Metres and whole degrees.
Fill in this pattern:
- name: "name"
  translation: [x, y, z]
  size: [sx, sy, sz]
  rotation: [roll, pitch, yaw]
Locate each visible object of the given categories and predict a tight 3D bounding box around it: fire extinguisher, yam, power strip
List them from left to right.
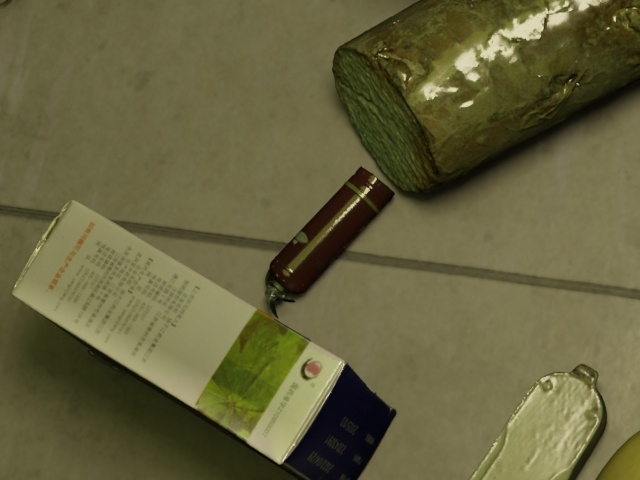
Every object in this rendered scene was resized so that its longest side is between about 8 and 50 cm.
- name: "fire extinguisher"
  translation: [0.000, 0.000, 1.771]
  size: [0.158, 0.043, 0.064]
  rotation: [-46, 38, -1]
- name: "power strip"
  translation: [0.157, 0.231, 1.658]
  size: [0.080, 0.048, 0.286]
  rotation: [31, 84, 19]
- name: "yam"
  translation: [0.165, -0.166, 1.713]
  size: [0.304, 0.168, 0.168]
  rotation: [-28, 69, 4]

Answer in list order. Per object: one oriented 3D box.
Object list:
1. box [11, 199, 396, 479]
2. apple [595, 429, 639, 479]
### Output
- name: "box"
  translation: [-0.100, 0.099, 1.685]
  size: [0.299, 0.200, 0.106]
  rotation: [29, 82, 21]
- name: "apple"
  translation: [0.320, 0.264, 1.501]
  size: [0.262, 0.262, 0.262]
  rotation: [-4, 73, 14]
